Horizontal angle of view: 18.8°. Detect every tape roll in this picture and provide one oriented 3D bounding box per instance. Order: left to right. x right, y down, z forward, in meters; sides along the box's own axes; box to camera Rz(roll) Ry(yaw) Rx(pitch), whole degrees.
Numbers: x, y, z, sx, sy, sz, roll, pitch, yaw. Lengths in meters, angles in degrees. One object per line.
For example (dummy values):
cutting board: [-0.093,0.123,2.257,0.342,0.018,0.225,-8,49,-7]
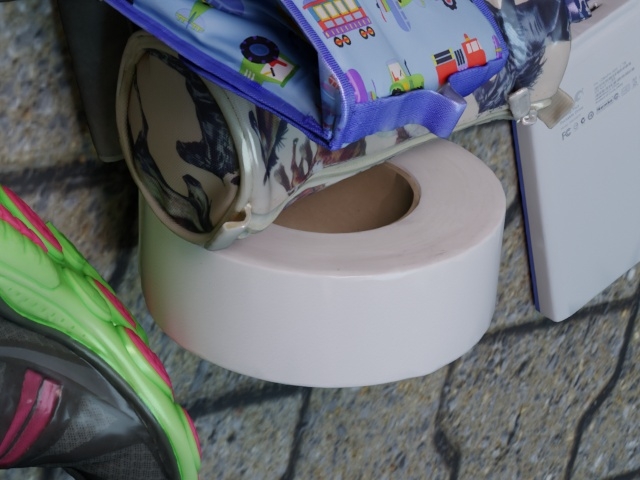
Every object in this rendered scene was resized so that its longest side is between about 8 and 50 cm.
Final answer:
tape roll: [0.000,0.000,1.519,0.286,0.286,0.100,-21,128,-37]

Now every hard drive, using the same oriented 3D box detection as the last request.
hard drive: [0.282,-0.097,1.937,0.210,0.040,0.318,-35,134,-26]

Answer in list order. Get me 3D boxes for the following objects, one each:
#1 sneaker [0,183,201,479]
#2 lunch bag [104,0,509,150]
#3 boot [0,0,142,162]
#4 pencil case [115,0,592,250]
sneaker: [-0.250,0.089,1.431,0.202,0.185,0.483,-37,135,1]
lunch bag: [-0.010,-0.177,1.284,0.221,0.293,0.138,-24,152,-56]
boot: [-0.177,-0.149,1.418,0.190,0.076,0.208,-31,139,-30]
pencil case: [0.027,-0.123,1.474,0.410,0.183,0.160,-25,158,-41]
